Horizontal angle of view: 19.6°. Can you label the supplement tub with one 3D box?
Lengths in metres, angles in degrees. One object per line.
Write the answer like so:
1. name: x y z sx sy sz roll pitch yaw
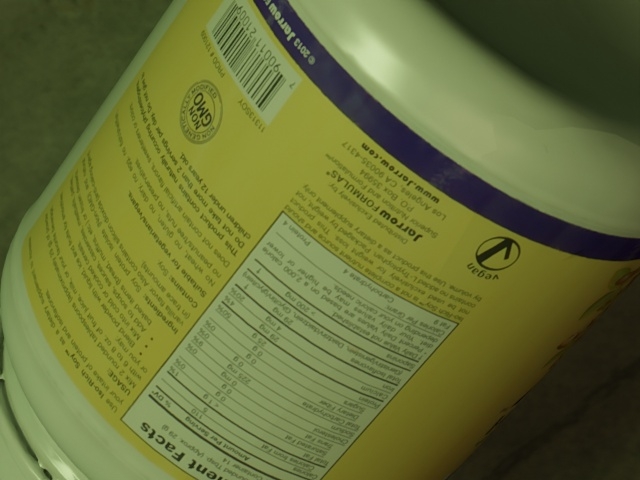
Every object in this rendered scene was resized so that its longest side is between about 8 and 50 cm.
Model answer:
1. supplement tub: 0.000 0.000 0.860 0.241 0.241 0.331 27 122 -18
